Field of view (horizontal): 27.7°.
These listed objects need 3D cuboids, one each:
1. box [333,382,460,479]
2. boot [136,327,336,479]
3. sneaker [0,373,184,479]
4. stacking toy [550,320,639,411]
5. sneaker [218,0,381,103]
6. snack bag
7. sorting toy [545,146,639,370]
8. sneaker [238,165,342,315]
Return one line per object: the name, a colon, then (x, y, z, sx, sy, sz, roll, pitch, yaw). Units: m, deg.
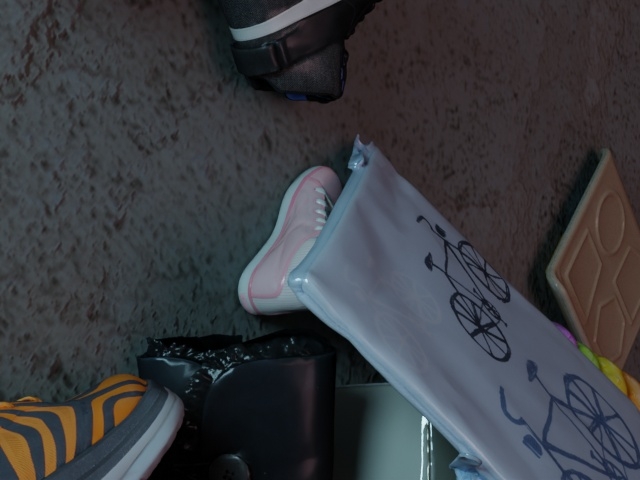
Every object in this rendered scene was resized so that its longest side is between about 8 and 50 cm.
box: (0.079, 0.185, 0.963, 0.232, 0.148, 0.127, 22, 66, -51)
boot: (-0.003, 0.161, 0.794, 0.094, 0.246, 0.207, -7, 100, -70)
sneaker: (-0.185, 0.100, 0.642, 0.125, 0.180, 0.321, -53, 180, 13)
stacking toy: (0.197, 0.136, 1.146, 0.302, 0.165, 0.175, 48, 66, -28)
sneaker: (0.011, -0.165, 0.939, 0.217, 0.079, 0.121, -25, 114, -41)
snack bag: (0.116, 0.093, 0.889, 0.342, 0.037, 0.323, 45, 21, -7)
sorting toy: (0.289, 0.038, 1.342, 0.193, 0.038, 0.208, 60, 43, -34)
sneaker: (0.000, 0.000, 0.928, 0.051, 0.070, 0.134, 57, 48, -34)
